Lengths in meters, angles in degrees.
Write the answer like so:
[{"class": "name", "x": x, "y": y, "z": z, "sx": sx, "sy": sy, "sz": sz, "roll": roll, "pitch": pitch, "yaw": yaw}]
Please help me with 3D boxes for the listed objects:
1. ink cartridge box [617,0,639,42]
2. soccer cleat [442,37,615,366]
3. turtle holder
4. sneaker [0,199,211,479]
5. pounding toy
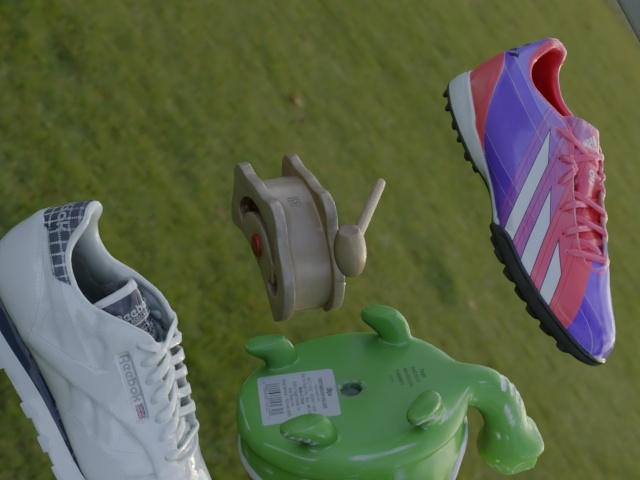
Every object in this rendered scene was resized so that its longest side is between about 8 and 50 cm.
[{"class": "ink cartridge box", "x": 0.305, "y": -0.123, "z": 0.646, "sx": 0.197, "sy": 0.270, "sz": 0.198, "roll": -34, "pitch": 97, "yaw": -42}, {"class": "soccer cleat", "x": 0.210, "y": -0.042, "z": 1.342, "sx": 0.109, "sy": 0.116, "sz": 0.318, "roll": 28, "pitch": 37, "yaw": -51}, {"class": "turtle holder", "x": 0.064, "y": 0.219, "z": 1.707, "sx": 0.243, "sy": 0.320, "sz": 0.227, "roll": 34, "pitch": -42, "yaw": 45}, {"class": "sneaker", "x": -0.117, "y": 0.089, "z": 0.897, "sx": 0.235, "sy": 0.095, "sz": 0.090, "roll": 58, "pitch": 20, "yaw": -14}, {"class": "pounding toy", "x": 0.000, "y": 0.000, "z": 1.807, "sx": 0.269, "sy": 0.155, "sz": 0.154, "roll": -128, "pitch": -148, "yaw": -56}]
